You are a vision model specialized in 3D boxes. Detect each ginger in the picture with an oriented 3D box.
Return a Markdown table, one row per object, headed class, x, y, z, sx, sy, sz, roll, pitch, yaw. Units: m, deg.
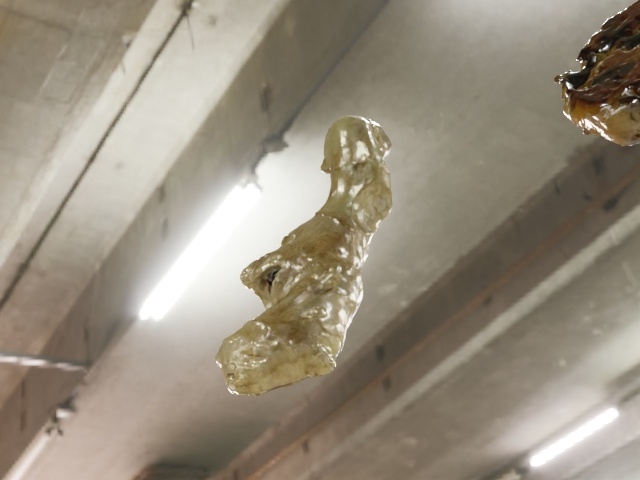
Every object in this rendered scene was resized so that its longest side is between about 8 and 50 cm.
| class | x | y | z | sx | sy | sz | roll | pitch | yaw |
| --- | --- | --- | --- | --- | --- | --- | --- | --- | --- |
| ginger | 0.000 | 0.000 | 0.686 | 0.089 | 0.288 | 0.075 | -5 | -52 | 21 |

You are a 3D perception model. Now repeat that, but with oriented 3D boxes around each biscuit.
| class | x | y | z | sx | sy | sz | roll | pitch | yaw |
| --- | --- | --- | --- | --- | --- | --- | --- | --- | --- |
| biscuit | 0.399 | -0.204 | 1.021 | 0.334 | 0.289 | 0.081 | -34 | -66 | 9 |
